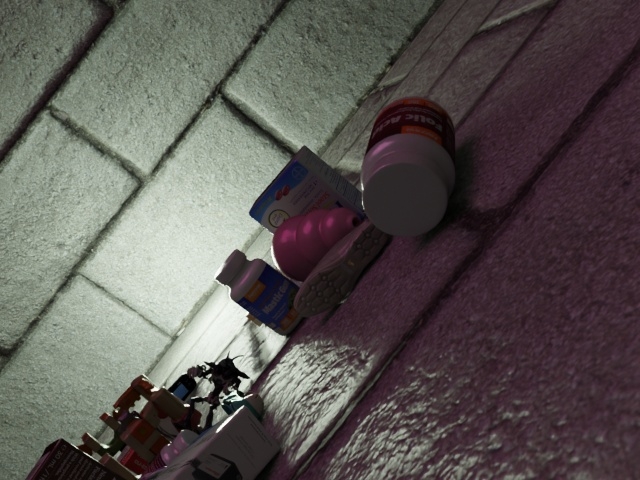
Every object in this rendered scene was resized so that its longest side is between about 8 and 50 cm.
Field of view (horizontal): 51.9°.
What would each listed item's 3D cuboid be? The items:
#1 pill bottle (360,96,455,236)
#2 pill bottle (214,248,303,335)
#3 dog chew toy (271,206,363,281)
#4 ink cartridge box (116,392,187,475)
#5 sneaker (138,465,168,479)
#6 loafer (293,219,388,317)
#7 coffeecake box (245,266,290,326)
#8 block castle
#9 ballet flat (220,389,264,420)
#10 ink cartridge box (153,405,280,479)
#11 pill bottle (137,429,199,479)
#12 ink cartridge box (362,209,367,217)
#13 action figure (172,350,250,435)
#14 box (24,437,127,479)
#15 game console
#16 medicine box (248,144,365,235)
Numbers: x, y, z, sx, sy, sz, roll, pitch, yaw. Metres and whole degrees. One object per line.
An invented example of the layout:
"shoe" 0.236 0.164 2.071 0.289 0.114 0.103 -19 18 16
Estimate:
"pill bottle" 0.215 -0.185 1.596 0.224 0.224 0.392 -45 14 29
"pill bottle" -0.175 0.149 1.955 0.152 0.272 0.152 -49 13 15
"dog chew toy" 0.000 0.000 1.951 0.332 0.206 0.206 -26 28 48
"ink cartridge box" -0.561 0.669 2.257 0.273 0.114 0.197 -58 12 -23
"sneaker" -0.422 0.616 1.625 0.282 0.102 0.161 -33 -23 15
"loafer" 0.053 0.075 1.746 0.319 0.112 0.111 -44 7 0
"coffeecake box" -0.183 0.196 2.339 0.142 0.068 0.185 -46 14 24
"block castle" -0.577 0.648 1.978 0.453 0.213 0.303 -50 23 -22
"ballet flat" -0.193 0.425 1.695 0.087 0.083 0.247 -41 10 -18
"ink cartridge box" -0.261 0.514 1.368 0.223 0.129 0.307 -39 0 42
"pill bottle" -0.403 0.628 1.771 0.221 0.121 0.121 -52 12 3
"ink cartridge box" 0.209 -0.153 1.961 0.206 0.045 0.208 -53 11 -5
"action figure" -0.311 0.433 1.926 0.141 0.164 0.276 88 -158 -59
"box" -0.494 0.634 1.466 0.143 0.381 0.191 -37 20 44
"game console" -0.603 0.637 2.430 0.361 0.044 0.213 -49 -30 -22
"medicine box" -0.037 -0.111 2.159 0.263 0.289 0.149 -46 11 25
